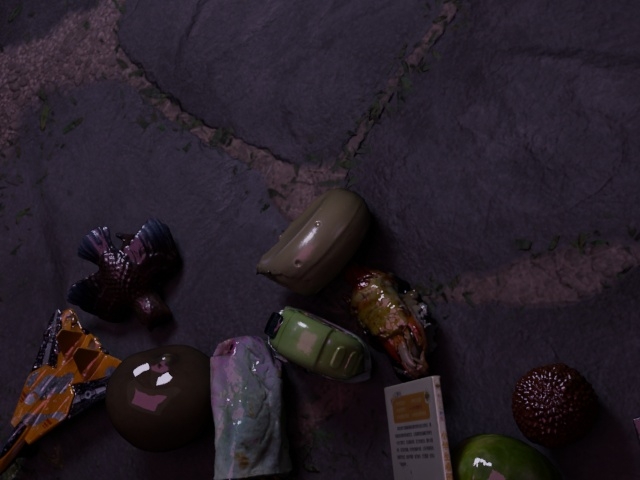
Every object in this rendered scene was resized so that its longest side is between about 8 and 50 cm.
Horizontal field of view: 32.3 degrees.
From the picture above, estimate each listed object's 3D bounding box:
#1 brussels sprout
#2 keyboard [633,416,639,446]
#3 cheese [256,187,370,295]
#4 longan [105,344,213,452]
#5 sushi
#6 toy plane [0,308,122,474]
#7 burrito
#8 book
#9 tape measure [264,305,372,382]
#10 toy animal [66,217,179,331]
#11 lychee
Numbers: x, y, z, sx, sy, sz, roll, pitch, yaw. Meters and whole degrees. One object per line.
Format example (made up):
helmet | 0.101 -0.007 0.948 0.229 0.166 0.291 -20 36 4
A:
brussels sprout | 0.245 0.338 1.526 0.180 0.161 0.144 -12 80 33
keyboard | 0.582 0.244 1.465 0.317 0.027 0.106 -16 77 21
cheese | 0.000 0.000 1.718 0.091 0.175 0.202 45 74 -13
longan | -0.249 0.252 1.769 0.189 0.189 0.189 -5 78 24
sushi | 0.110 0.109 1.673 0.226 0.103 0.097 53 133 22
toy plane | -0.471 0.292 1.908 0.204 0.103 0.316 40 104 28
burrito | -0.105 0.262 1.713 0.089 0.143 0.229 -20 71 46
book | 0.144 0.346 1.558 0.020 0.208 0.296 -3 80 -16
tape measure | -0.007 0.161 1.689 0.177 0.154 0.088 23 87 22
toy animal | -0.329 0.070 1.869 0.218 0.116 0.179 -39 66 6
lychee | 0.326 0.229 1.528 0.123 0.129 0.123 1 84 -8
